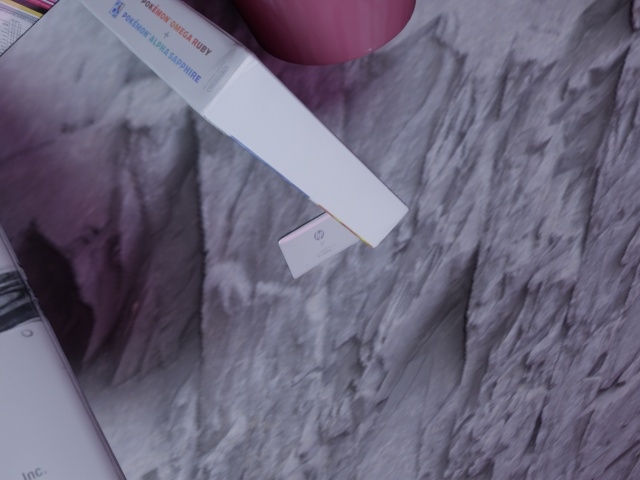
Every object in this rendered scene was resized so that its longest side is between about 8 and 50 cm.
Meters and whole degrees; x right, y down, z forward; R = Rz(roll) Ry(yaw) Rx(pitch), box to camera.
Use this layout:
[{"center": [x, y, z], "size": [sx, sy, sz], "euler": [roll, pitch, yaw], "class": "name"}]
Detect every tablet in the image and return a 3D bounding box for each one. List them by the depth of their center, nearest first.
[{"center": [0.000, 0.000, 0.701], "size": [0.083, 0.006, 0.054], "euler": [-31, 128, -13], "class": "tablet"}]

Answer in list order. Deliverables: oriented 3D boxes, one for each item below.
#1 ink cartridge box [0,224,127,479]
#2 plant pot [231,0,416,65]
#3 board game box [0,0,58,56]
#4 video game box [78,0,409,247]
[{"center": [-0.268, 0.131, 0.331], "size": [0.286, 0.394, 0.166], "euler": [-22, 160, -31], "class": "ink cartridge box"}, {"center": [-0.007, -0.227, 0.454], "size": [0.201, 0.201, 0.180], "euler": [-32, 144, -11], "class": "plant pot"}, {"center": [-0.241, -0.239, 0.390], "size": [0.165, 0.042, 0.243], "euler": [-44, 130, -1], "class": "board game box"}, {"center": [-0.050, -0.094, 0.472], "size": [0.048, 0.187, 0.205], "euler": [-48, 143, 5], "class": "video game box"}]
